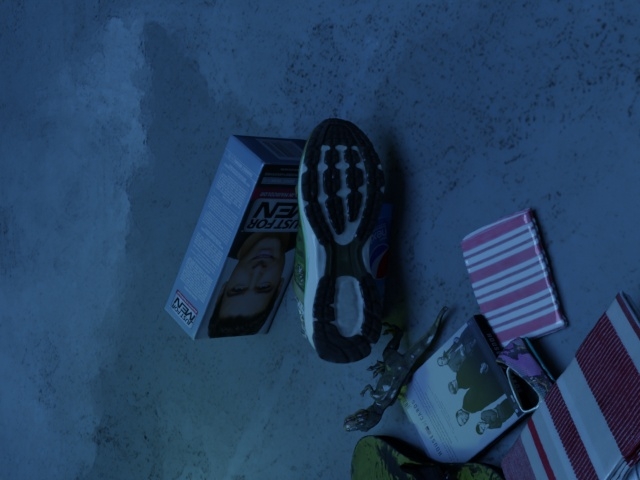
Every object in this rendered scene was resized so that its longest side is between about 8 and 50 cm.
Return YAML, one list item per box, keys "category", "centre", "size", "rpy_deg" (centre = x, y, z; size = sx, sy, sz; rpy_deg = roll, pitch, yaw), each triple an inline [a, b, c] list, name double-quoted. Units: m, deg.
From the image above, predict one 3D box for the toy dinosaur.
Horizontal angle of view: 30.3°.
- category: "toy dinosaur"
  centre: [0.124, 0.206, 1.993]
  size: [0.268, 0.064, 0.118]
  rpy_deg: [-56, 25, 7]

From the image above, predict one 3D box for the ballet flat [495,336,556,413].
- category: "ballet flat"
  centre: [0.339, 0.240, 1.760]
  size: [0.079, 0.077, 0.221]
  rpy_deg: [-41, 58, 5]

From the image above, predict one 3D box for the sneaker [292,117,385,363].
- category: "sneaker"
  centre: [0.000, 0.000, 1.995]
  size: [0.182, 0.158, 0.410]
  rpy_deg: [-8, 78, 63]

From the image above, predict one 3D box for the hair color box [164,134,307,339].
- category: "hair color box"
  centre: [-0.131, -0.003, 2.182]
  size: [0.113, 0.185, 0.374]
  rpy_deg: [42, 119, 37]

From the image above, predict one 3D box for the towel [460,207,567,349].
- category: "towel"
  centre: [0.302, 0.063, 1.847]
  size: [0.144, 0.029, 0.197]
  rpy_deg: [-27, 74, 43]

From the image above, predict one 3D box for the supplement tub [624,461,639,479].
- category: "supplement tub"
  centre: [0.535, 0.263, 1.482]
  size: [0.272, 0.191, 0.191]
  rpy_deg: [-40, 62, 38]

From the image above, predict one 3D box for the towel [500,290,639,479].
- category: "towel"
  centre: [0.361, 0.258, 1.602]
  size: [0.329, 0.037, 0.237]
  rpy_deg: [-61, 18, 23]

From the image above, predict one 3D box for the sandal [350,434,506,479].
- category: "sandal"
  centre: [0.159, 0.418, 1.876]
  size: [0.446, 0.107, 0.168]
  rpy_deg: [3, 90, 58]

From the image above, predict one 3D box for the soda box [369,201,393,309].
- category: "soda box"
  centre: [0.071, 0.035, 2.056]
  size: [0.071, 0.067, 0.210]
  rpy_deg: [11, 98, 45]

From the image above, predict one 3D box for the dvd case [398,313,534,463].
- category: "dvd case"
  centre: [0.226, 0.257, 1.905]
  size: [0.239, 0.029, 0.179]
  rpy_deg: [-51, 55, 42]
